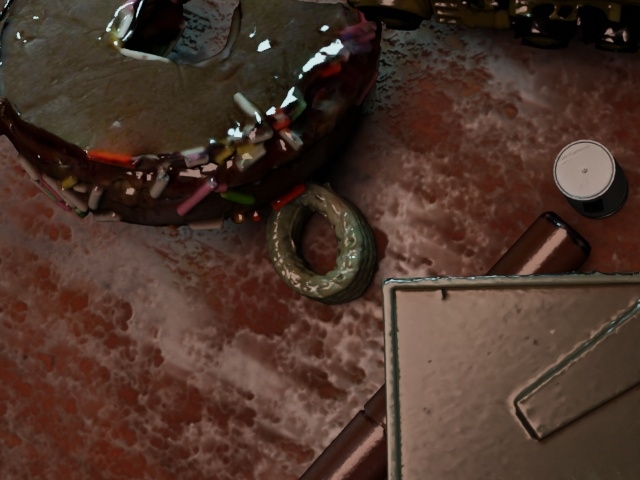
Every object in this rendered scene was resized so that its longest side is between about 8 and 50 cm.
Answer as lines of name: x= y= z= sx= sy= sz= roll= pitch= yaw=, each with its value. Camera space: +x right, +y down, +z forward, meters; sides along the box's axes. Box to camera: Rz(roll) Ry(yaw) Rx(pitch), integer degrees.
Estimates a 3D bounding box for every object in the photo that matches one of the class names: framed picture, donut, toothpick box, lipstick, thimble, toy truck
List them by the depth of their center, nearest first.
toy truck: x=0.139 y=-0.224 z=1.154 sx=0.257 sy=0.127 sz=0.127 roll=8 pitch=87 yaw=25
framed picture: x=0.195 y=0.131 z=1.184 sx=0.289 sy=0.016 sz=0.213 roll=-2 pitch=82 yaw=2
toothpick box: x=0.220 y=-0.049 z=1.214 sx=0.052 sy=0.083 sz=0.052 roll=-3 pitch=80 yaw=18
lipstick: x=0.088 y=0.121 z=1.244 sx=0.356 sy=0.057 sz=0.057 roll=-47 pitch=71 yaw=5
donut: x=-0.129 y=-0.122 z=1.273 sx=0.345 sy=0.136 sz=0.259 roll=14 pitch=57 yaw=21
thimble: x=0.000 y=0.000 z=1.289 sx=0.084 sy=0.062 sz=0.110 roll=-17 pitch=77 yaw=14

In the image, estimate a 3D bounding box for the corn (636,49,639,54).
corn: x=0.192 y=-0.250 z=1.251 sx=0.320 sy=0.097 sz=0.097 roll=35 pitch=93 yaw=22
